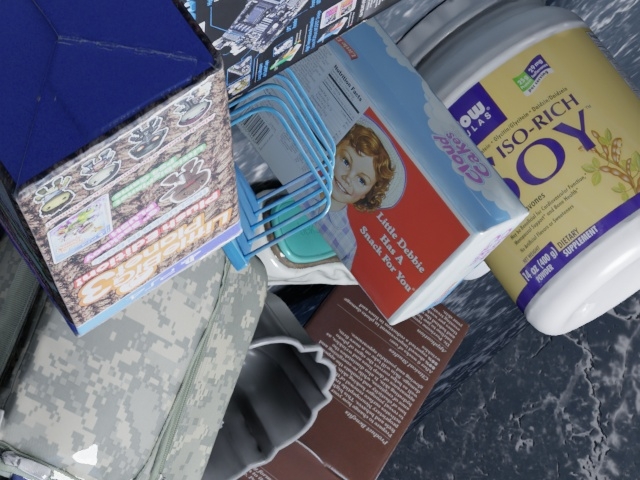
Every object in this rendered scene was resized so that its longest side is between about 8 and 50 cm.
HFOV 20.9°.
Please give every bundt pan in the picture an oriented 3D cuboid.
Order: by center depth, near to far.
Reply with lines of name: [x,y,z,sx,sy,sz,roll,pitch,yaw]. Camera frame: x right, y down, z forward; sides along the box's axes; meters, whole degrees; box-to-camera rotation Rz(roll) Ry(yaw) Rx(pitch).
bundt pan: [-0.156,0.164,1.943,0.330,0.124,0.331,-21,149,-13]

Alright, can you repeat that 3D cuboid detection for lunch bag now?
lunch bag: [-0.206,0.088,1.508,0.305,0.212,0.256,-69,154,-13]

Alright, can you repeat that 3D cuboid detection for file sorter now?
file sorter: [-0.053,-0.072,1.513,0.104,0.118,0.170,-28,-164,11]

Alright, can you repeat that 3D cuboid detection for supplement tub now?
supplement tub: [0.234,-0.094,1.831,0.241,0.331,0.241,-33,165,-10]

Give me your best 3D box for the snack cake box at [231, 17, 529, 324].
snack cake box: [0.052,-0.074,1.622,0.089,0.264,0.152,-21,160,-48]

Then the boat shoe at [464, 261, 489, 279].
boat shoe: [0.202,-0.093,2.084,0.102,0.108,0.301,3,116,-52]

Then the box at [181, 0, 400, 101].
box: [-0.042,-0.215,1.363,0.293,0.073,0.295,-31,165,-13]

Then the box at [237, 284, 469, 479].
box: [0.031,0.197,2.298,0.143,0.191,0.381,-53,178,40]

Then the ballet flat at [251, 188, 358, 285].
ballet flat: [0.000,0.000,2.052,0.139,0.139,0.400,-43,159,25]

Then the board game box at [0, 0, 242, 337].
board game box: [-0.174,-0.103,1.109,0.141,0.232,0.291,-33,166,-11]
